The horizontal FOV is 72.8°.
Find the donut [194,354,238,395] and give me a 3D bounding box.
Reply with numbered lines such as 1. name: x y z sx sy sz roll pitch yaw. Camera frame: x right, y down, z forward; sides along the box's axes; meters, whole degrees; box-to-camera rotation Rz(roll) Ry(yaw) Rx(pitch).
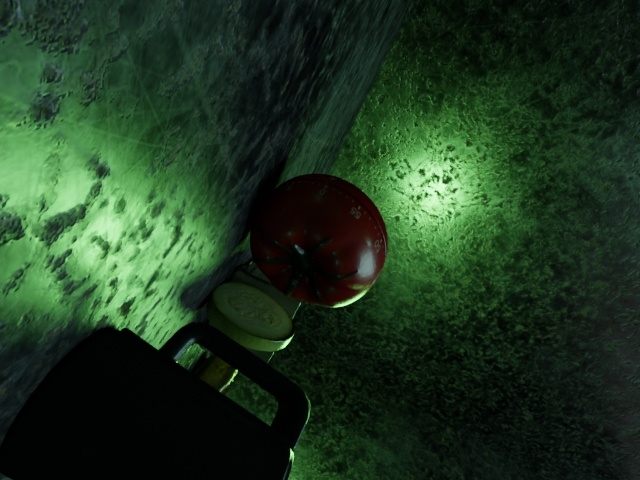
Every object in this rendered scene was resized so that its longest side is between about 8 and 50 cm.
1. donut: -0.450 0.581 1.708 0.330 0.160 0.330 -50 173 -8

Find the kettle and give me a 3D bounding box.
1. kettle: -0.200 0.272 0.600 0.203 0.308 0.262 -60 179 22

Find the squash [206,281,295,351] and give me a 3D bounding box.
1. squash: -0.188 0.208 1.201 0.049 0.252 0.252 -60 180 16

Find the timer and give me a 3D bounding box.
1. timer: 0.000 0.000 1.208 0.279 0.378 0.378 -52 173 -45

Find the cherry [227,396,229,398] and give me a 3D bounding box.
1. cherry: -0.368 0.602 1.124 0.335 0.326 0.291 -60 -152 5

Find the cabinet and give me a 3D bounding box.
1. cabinet: -0.217 0.237 1.487 0.290 0.227 0.318 -62 -179 6

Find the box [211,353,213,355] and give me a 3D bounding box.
1. box: -0.388 0.425 1.930 0.225 0.086 0.129 -61 180 -30
